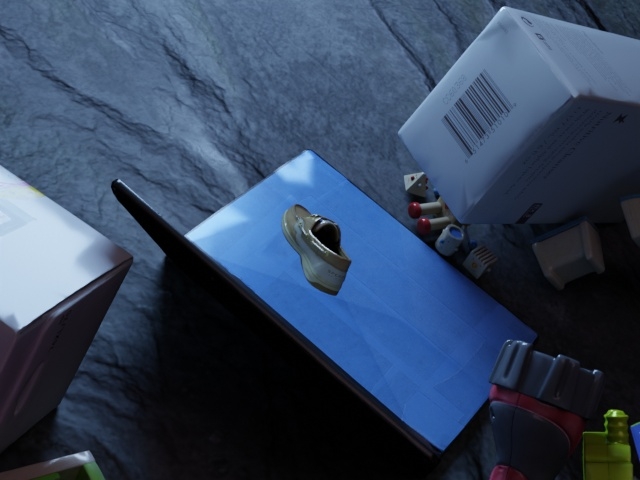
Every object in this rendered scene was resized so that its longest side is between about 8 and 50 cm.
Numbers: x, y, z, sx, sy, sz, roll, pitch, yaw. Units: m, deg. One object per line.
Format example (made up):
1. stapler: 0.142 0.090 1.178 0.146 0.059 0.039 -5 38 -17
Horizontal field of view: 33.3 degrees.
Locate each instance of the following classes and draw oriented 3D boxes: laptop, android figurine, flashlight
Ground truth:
1. laptop: 0.037 0.035 1.131 0.382 0.408 0.236 39 82 12
2. android figurine: 0.276 0.296 1.005 0.056 0.248 0.272 0 80 13
3. flashlight: 0.165 0.247 0.979 0.103 0.103 0.304 23 83 -5

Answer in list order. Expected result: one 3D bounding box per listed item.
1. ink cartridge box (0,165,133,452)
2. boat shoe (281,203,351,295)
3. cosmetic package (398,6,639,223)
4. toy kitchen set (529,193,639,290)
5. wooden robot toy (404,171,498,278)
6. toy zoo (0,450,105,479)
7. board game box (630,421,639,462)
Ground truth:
1. ink cartridge box: -0.350 0.045 0.938 0.270 0.198 0.197 34 25 6
2. boat shoe: 0.000 0.000 1.057 0.050 0.045 0.135 22 24 -33
3. cosmetic package: 0.310 -0.141 1.337 0.385 0.217 0.156 -1 51 -44
4. toy kitchen set: 0.394 0.015 1.411 0.207 0.166 0.122 39 34 -42
5. wooden robot toy: 0.166 -0.040 1.341 0.076 0.079 0.173 -7 54 -36
6. toy zoo: -0.215 0.316 0.877 0.192 0.030 0.293 -7 50 -41
7. board game box: 0.507 0.229 1.067 0.347 0.233 0.078 32 39 -36
